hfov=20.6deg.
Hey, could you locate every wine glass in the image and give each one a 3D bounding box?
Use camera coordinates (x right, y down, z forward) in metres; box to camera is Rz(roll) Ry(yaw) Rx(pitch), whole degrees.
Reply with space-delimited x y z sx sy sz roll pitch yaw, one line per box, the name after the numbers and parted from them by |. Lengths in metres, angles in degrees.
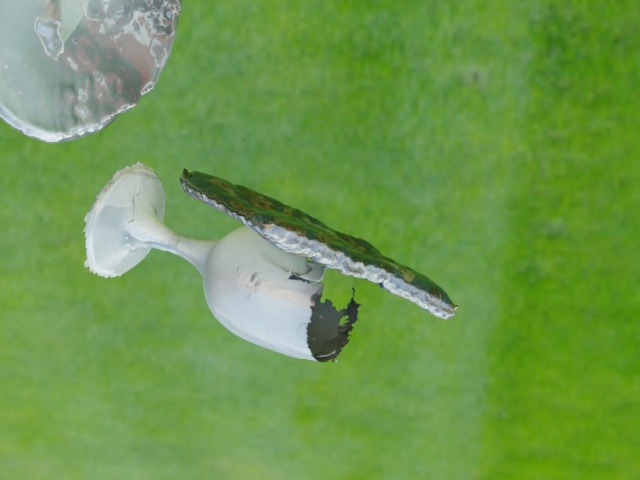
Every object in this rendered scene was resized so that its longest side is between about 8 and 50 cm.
-0.106 0.029 1.939 0.321 0.143 0.143 24 165 27 | wine glass
-0.320 -0.207 1.384 0.406 0.267 0.267 17 168 41 | wine glass

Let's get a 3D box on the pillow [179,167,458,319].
-0.002 -0.001 1.692 0.255 0.034 0.189 22 -172 -35 | pillow
